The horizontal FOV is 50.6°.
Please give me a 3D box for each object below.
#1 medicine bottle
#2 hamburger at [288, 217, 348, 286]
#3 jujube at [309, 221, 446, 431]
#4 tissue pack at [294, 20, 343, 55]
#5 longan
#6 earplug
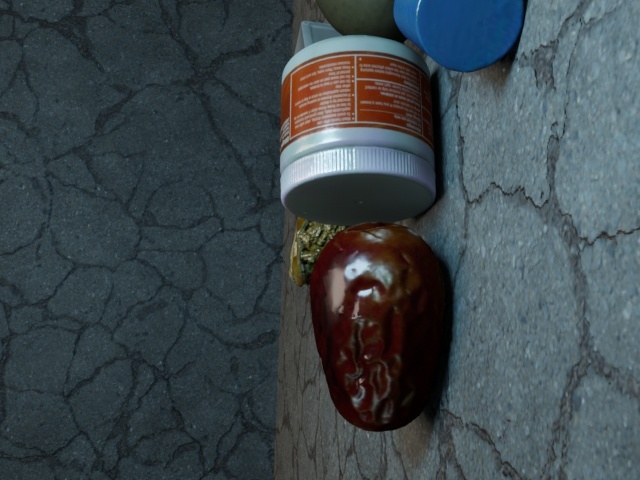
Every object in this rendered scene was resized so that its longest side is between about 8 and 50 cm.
[{"bbox_3d":[0.059,-0.173,1.120,0.252,0.253,0.240,121,152,-69],"label":"medicine bottle"},{"bbox_3d":[0.000,0.000,1.731,0.286,0.146,0.243,98,177,-60],"label":"hamburger"},{"bbox_3d":[0.088,0.130,1.052,0.223,0.223,0.317,-127,34,-75],"label":"jujube"},{"bbox_3d":[0.020,-0.427,1.702,0.246,0.160,0.135,-96,15,-45],"label":"tissue pack"},{"bbox_3d":[0.089,-0.451,1.158,0.248,0.249,0.248,-177,90,-80],"label":"longan"},{"bbox_3d":[0.169,-0.317,0.937,0.273,0.133,0.132,-103,19,-68],"label":"earplug"}]
